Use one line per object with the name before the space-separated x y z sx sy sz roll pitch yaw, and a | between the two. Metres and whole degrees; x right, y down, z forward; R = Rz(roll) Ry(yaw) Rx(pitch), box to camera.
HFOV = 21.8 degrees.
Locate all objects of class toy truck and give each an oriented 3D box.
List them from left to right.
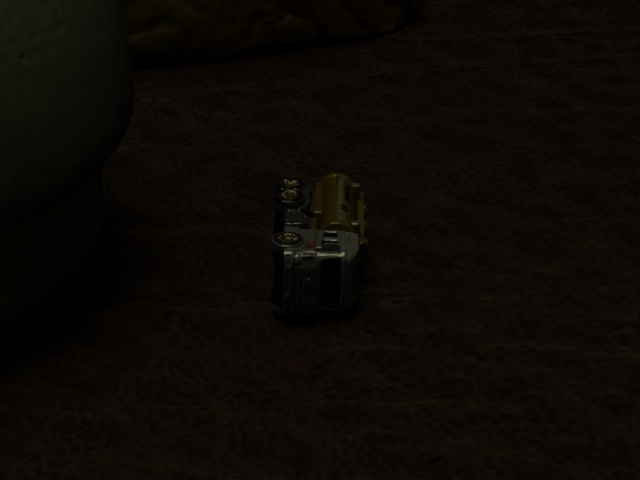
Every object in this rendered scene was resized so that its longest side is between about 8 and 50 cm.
toy truck | 0.000 0.000 1.057 0.062 0.052 0.123 1 27 -1

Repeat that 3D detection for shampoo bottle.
shampoo bottle | -0.282 -0.112 1.036 0.322 0.317 0.322 -6 30 3

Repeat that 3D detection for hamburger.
hamburger | -0.080 -0.275 1.412 0.329 0.209 0.162 -5 29 -2
